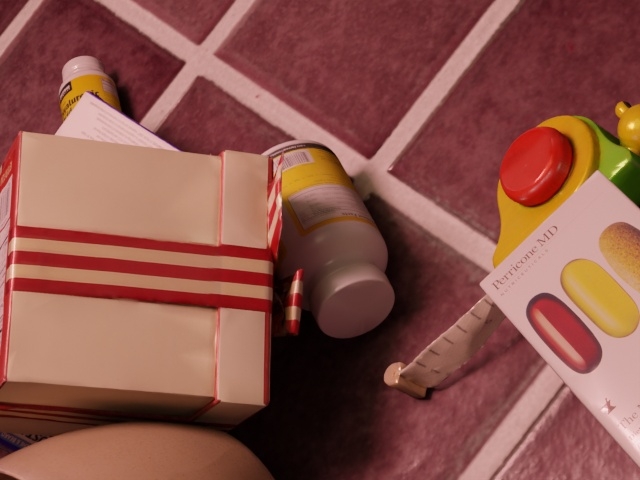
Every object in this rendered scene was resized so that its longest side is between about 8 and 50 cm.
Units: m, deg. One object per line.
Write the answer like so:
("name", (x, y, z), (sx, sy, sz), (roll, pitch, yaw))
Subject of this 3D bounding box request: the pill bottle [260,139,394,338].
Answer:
("pill bottle", (0.000, 0.000, 1.620), (0.103, 0.103, 0.184), (-38, 48, 12))

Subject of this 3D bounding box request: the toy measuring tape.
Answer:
("toy measuring tape", (0.167, -0.005, 1.506), (0.330, 0.121, 0.121), (-46, 45, 23))

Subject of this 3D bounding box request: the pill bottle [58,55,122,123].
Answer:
("pill bottle", (-0.250, -0.144, 1.921), (0.065, 0.065, 0.116), (-32, 48, 17))

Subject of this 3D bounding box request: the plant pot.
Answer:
("plant pot", (-0.132, 0.262, 1.480), (0.191, 0.284, 0.284), (-33, 37, -31))

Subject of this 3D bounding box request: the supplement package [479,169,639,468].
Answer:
("supplement package", (0.259, 0.085, 1.353), (0.139, 0.134, 0.244), (-45, 46, 5))

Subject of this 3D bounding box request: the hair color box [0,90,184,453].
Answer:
("hair color box", (-0.257, 0.037, 1.789), (0.185, 0.110, 0.339), (33, 85, 43))

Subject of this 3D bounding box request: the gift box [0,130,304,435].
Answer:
("gift box", (-0.160, 0.032, 1.555), (0.255, 0.258, 0.276), (149, 127, -67))
